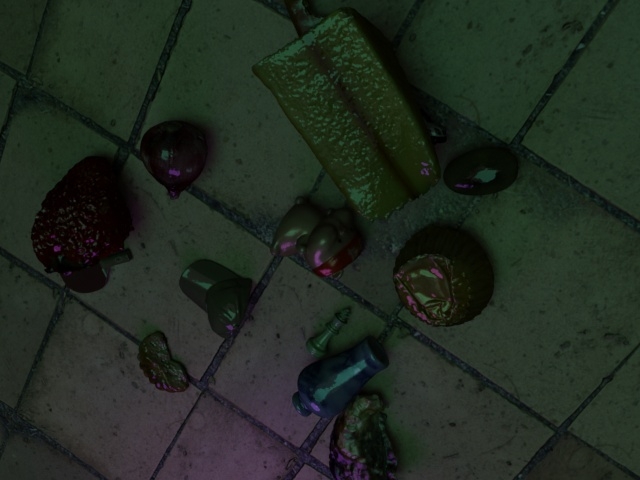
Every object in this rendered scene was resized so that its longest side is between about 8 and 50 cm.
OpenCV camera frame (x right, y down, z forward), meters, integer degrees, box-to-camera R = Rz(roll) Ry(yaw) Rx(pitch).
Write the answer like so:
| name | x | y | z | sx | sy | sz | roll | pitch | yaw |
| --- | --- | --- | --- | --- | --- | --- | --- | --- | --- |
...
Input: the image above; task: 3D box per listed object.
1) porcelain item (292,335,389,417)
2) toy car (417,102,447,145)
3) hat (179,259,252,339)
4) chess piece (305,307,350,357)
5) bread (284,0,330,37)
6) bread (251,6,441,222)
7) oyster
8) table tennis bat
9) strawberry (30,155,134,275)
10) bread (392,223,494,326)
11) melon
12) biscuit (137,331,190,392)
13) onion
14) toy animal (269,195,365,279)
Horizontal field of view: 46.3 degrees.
| name | x | y | z | sx | sy | sz | roll | pitch | yaw |
| --- | --- | --- | --- | --- | --- | --- | --- | --- | --- |
| porcelain item | 0.045 | 0.343 | 1.850 | 0.259 | 0.141 | 0.141 | -36 | 94 | 17 |
| toy car | 0.173 | -0.260 | 1.616 | 0.209 | 0.089 | 0.108 | 10 | 102 | 19 |
| hat | -0.279 | 0.150 | 1.897 | 0.173 | 0.144 | 0.166 | 21 | 114 | -14 |
| chess piece | 0.026 | 0.221 | 1.856 | 0.059 | 0.059 | 0.149 | 39 | 109 | 2 |
| bread | 0.004 | -0.433 | 1.633 | 0.088 | 0.049 | 0.226 | -18 | 101 | 23 |
| bread | 0.078 | -0.230 | 1.485 | 0.233 | 0.245 | 0.362 | -30 | 79 | 20 |
| oyster | 0.098 | 0.543 | 1.914 | 0.275 | 0.100 | 0.271 | -34 | 92 | 27 |
| table tennis bat | -0.613 | 0.068 | 2.035 | 0.246 | 0.022 | 0.138 | -14 | 104 | 25 |
| strawberry | -0.601 | -0.056 | 1.873 | 0.261 | 0.261 | 0.258 | -12 | 111 | 22 |
| bread | 0.272 | 0.092 | 1.677 | 0.240 | 0.139 | 0.240 | 7 | 114 | 16 |
| melon | 0.340 | -0.146 | 1.594 | 0.162 | 0.099 | 0.099 | -8 | 106 | 22 |
| biscuit | -0.443 | 0.350 | 2.053 | 0.118 | 0.061 | 0.183 | -29 | 98 | 26 |
| onion | -0.348 | -0.187 | 1.784 | 0.159 | 0.159 | 0.195 | 14 | 124 | 13 |
| toy animal | 0.000 | 0.000 | 1.728 | 0.197 | 0.171 | 0.171 | 23 | 114 | 12 |
